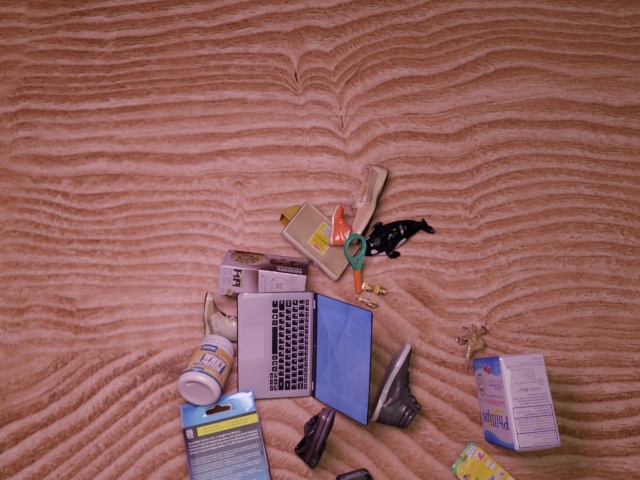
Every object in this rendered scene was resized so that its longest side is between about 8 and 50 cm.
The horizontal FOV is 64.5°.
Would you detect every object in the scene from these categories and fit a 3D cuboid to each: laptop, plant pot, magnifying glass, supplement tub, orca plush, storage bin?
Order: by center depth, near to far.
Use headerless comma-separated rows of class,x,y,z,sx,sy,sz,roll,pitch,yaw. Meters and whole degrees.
laptop,-0.064,0.377,1.635,0.408,0.236,0.381,0,100,-9
storage bin,0.128,0.860,1.670,0.122,0.084,0.180,-13,77,-7
supplement tub,-0.374,0.427,1.684,0.144,0.144,0.199,16,35,1
magnifying glass,0.131,0.084,1.840,0.092,0.026,0.231,-21,119,-30
orca plush,0.291,-0.017,1.908,0.287,0.102,0.151,-8,76,-6
plant pot,-0.096,-0.087,1.917,0.081,0.081,0.083,44,66,8

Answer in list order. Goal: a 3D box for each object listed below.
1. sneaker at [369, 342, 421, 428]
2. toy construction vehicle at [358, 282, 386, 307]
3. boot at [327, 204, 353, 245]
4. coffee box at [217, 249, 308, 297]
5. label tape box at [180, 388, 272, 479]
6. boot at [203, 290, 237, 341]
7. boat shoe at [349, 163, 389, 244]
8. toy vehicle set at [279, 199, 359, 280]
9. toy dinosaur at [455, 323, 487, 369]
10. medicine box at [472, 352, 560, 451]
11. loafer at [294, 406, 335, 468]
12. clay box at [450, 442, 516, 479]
sneaker,0.293,0.514,1.769,0.147,0.104,0.295,24,81,1
toy construction vehicle,0.192,0.200,1.865,0.098,0.035,0.085,25,81,-18
boot,0.080,-0.055,1.845,0.085,0.059,0.157,2,74,18
coffee box,-0.196,0.128,1.788,0.297,0.168,0.118,7,108,-1
label tape box,-0.308,0.693,1.674,0.249,0.115,0.347,-12,73,-7
boot,-0.321,0.270,1.764,0.165,0.077,0.213,0,115,-6
boat shoe,0.160,-0.140,1.932,0.110,0.121,0.341,20,64,6
toy vehicle set,0.000,0.000,1.864,0.267,0.035,0.166,42,61,-8
toy dinosaur,0.544,0.369,1.841,0.093,0.053,0.183,30,70,10
medicine box,0.644,0.532,1.699,0.149,0.263,0.289,-3,75,-4
loafer,-0.027,0.630,1.628,0.095,0.302,0.109,24,41,14
clay box,0.558,0.807,1.728,0.222,0.053,0.127,42,76,9
